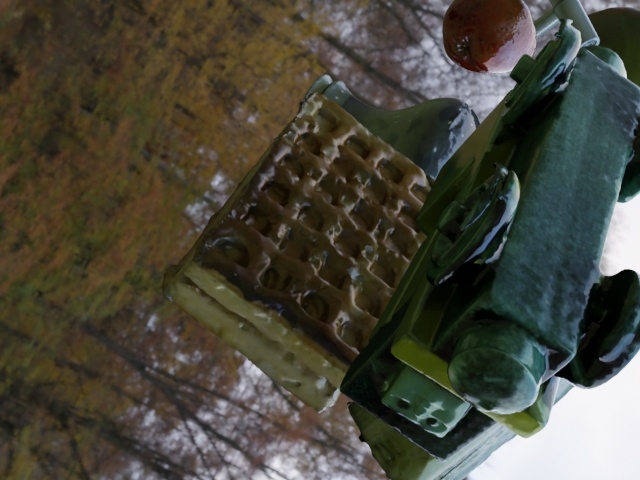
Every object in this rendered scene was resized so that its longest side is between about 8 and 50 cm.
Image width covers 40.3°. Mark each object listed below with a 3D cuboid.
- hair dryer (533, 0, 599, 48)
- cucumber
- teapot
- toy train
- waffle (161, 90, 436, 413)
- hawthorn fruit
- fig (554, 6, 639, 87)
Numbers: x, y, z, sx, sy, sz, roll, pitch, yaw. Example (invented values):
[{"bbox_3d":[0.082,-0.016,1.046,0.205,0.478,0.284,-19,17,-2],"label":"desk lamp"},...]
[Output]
[{"bbox_3d":[0.373,-0.340,1.456,0.183,0.044,0.154,-54,-130,56],"label":"hair dryer"},{"bbox_3d":[0.191,0.150,0.967,0.325,0.105,0.145,-41,-120,8],"label":"cucumber"},{"bbox_3d":[0.097,-0.143,1.249,0.183,0.251,0.183,-54,159,-31],"label":"teapot"},{"bbox_3d":[0.157,0.001,0.713,0.253,0.160,0.397,-52,-175,47],"label":"toy train"},{"bbox_3d":[-0.001,0.001,0.899,0.091,0.213,0.308,-49,-173,44],"label":"waffle"},{"bbox_3d":[0.221,-0.272,1.140,0.128,0.128,0.128,-46,-156,28],"label":"hawthorn fruit"},{"bbox_3d":[0.534,-0.288,1.604,0.316,0.316,0.316,-46,-156,28],"label":"fig"}]
